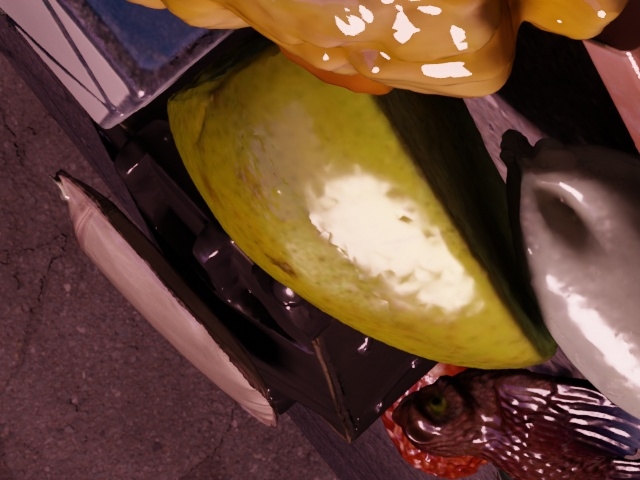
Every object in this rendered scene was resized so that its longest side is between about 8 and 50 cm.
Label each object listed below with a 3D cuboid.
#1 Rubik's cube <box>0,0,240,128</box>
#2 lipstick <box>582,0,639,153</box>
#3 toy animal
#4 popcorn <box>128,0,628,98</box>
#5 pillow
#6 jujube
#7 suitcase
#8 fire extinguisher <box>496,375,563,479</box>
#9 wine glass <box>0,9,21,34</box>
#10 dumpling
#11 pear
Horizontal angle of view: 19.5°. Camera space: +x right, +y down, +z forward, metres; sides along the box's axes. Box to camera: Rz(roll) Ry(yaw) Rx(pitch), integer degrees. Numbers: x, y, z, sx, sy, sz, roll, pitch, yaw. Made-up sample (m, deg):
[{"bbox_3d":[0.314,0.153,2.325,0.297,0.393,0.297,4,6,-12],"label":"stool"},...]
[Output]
[{"bbox_3d":[-0.093,-0.203,0.996,0.205,0.205,0.207,51,168,-6],"label":"Rubik's cube"},{"bbox_3d":[0.173,-0.051,0.867,0.145,0.045,0.045,56,169,-32],"label":"lipstick"},{"bbox_3d":[0.148,0.135,1.287,0.218,0.179,0.116,145,111,-81],"label":"toy animal"},{"bbox_3d":[0.011,-0.175,0.660,0.265,0.225,0.332,53,158,7],"label":"popcorn"},{"bbox_3d":[-0.109,0.041,1.320,0.233,0.038,0.131,46,167,11],"label":"pillow"},{"bbox_3d":[0.106,0.132,1.614,0.109,0.112,0.176,3,145,22],"label":"jujube"},{"bbox_3d":[-0.026,-0.025,1.374,0.283,0.194,0.434,45,169,19],"label":"suitcase"},{"bbox_3d":[0.186,0.183,1.526,0.093,0.118,0.294,11,159,10],"label":"fire extinguisher"},{"bbox_3d":[-0.129,-0.211,1.139,0.079,0.195,0.079,48,169,12],"label":"wine glass"},{"bbox_3d":[0.178,0.014,0.989,0.217,0.149,0.105,45,132,-5],"label":"dumpling"},{"bbox_3d":[0.033,-0.019,1.020,0.239,0.139,0.288,51,-166,-8],"label":"pear"}]
